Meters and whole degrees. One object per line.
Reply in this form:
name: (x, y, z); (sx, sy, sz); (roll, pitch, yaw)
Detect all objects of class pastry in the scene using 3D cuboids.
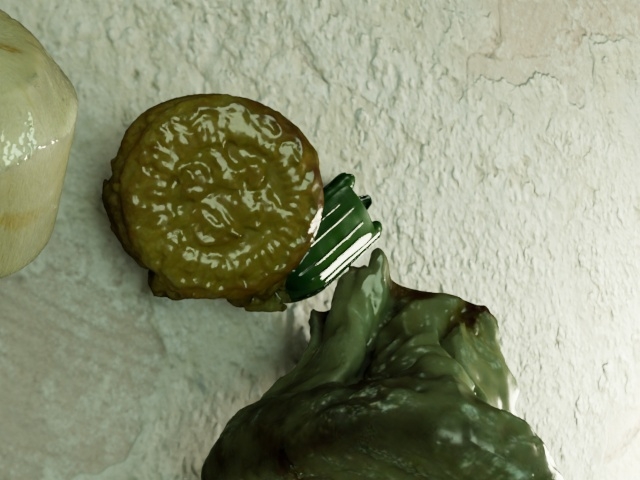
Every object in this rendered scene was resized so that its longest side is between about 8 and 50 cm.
pastry: (-0.113, -0.043, 1.034); (0.240, 0.132, 0.235); (13, 91, -13)

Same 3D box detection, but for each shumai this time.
shumai: (0.080, 0.182, 1.064); (0.324, 0.397, 0.323); (42, 43, -29)

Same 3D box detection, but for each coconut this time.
coconut: (-0.338, -0.067, 0.835); (0.237, 0.266, 0.237); (18, 40, -16)

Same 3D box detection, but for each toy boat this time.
toy boat: (0.000, 0.000, 1.202); (0.210, 0.052, 0.104); (-42, 111, -32)
